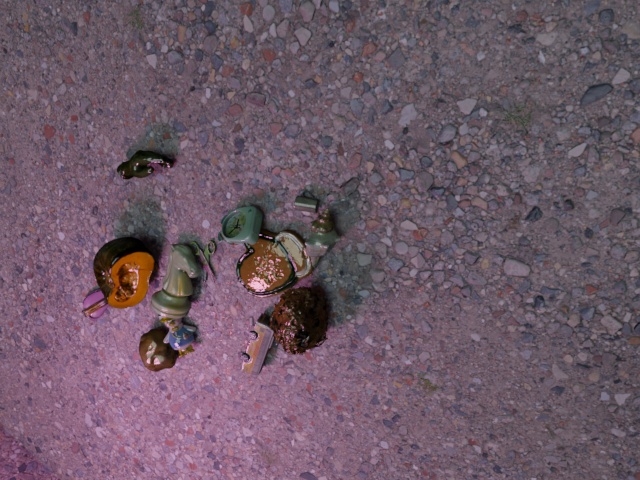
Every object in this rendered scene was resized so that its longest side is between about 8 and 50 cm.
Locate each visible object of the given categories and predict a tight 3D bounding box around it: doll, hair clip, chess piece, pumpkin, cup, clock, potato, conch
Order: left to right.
[{"bbox_3d":[-1.050,0.291,2.035,0.359,0.095,0.110,-24,131,32],"label":"hair clip"},{"bbox_3d":[-0.850,0.108,1.851,0.232,0.242,0.324,46,123,35],"label":"pumpkin"},{"bbox_3d":[-0.753,0.508,1.951,0.155,0.137,0.200,-24,98,-2],"label":"potato"},{"bbox_3d":[-0.644,0.402,1.901,0.135,0.099,0.241,-18,100,28],"label":"doll"},{"bbox_3d":[-0.601,0.166,1.797,0.176,0.176,0.298,23,101,12],"label":"chess piece"},{"bbox_3d":[-0.318,-0.054,1.643,0.189,0.060,0.148,-3,67,30],"label":"clock"},{"bbox_3d":[-0.048,-0.140,1.567,0.083,0.074,0.054,11,145,13],"label":"cup"},{"bbox_3d":[0.007,-0.002,1.527,0.114,0.137,0.233,13,97,31],"label":"conch"}]

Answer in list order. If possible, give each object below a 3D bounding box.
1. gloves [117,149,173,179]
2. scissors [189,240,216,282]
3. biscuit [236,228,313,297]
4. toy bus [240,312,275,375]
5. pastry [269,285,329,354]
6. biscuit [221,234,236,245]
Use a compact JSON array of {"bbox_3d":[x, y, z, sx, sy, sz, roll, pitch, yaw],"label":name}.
[{"bbox_3d":[-0.719,-0.309,1.717,0.268,0.135,0.107,-5,145,22],"label":"gloves"},{"bbox_3d":[-0.491,0.092,1.799,0.134,0.020,0.187,-3,102,24],"label":"scissors"},{"bbox_3d":[-0.204,0.076,1.673,0.344,0.057,0.287,-28,95,24],"label":"biscuit"},{"bbox_3d":[-0.259,0.441,1.781,0.106,0.092,0.268,22,111,3],"label":"toy bus"},{"bbox_3d":[-0.084,0.300,1.596,0.193,0.275,0.274,-4,104,29],"label":"pastry"},{"bbox_3d":[-0.361,-0.022,1.723,0.091,0.015,0.078,31,111,9],"label":"biscuit"}]
